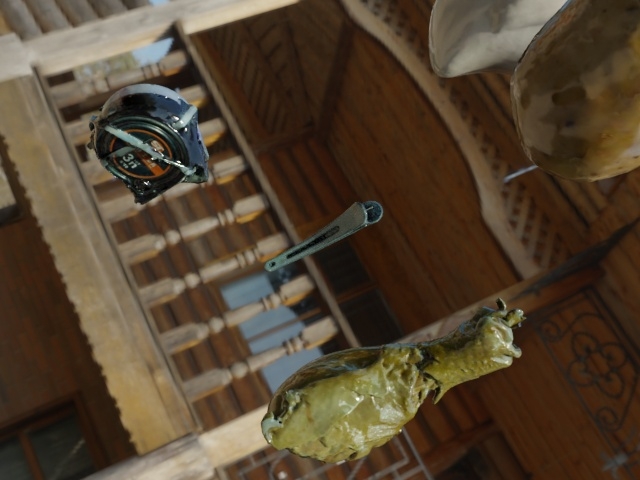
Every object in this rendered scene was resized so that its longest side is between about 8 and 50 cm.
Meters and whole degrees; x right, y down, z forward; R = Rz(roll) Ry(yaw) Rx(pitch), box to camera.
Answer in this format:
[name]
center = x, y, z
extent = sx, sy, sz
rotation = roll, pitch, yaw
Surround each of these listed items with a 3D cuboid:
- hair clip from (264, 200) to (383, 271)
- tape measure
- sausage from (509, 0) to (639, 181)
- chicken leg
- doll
[hair clip]
center = 0.000, 0.000, 1.390
extent = 0.229, 0.070, 0.039
rotation = -32, -100, 28
[tape measure]
center = -0.136, -0.078, 0.665
extent = 0.054, 0.091, 0.094
rotation = -89, 157, -45
[sausage]
center = 0.306, -0.234, 0.503
extent = 0.136, 0.123, 0.501
rotation = 48, -66, 26
[chicken leg]
center = 0.118, 0.209, 1.250
extent = 0.201, 0.429, 0.153
rotation = 60, 8, -36
[doll]
center = 0.235, -0.184, 0.835
extent = 0.221, 0.251, 0.221
rotation = 180, -90, -89
